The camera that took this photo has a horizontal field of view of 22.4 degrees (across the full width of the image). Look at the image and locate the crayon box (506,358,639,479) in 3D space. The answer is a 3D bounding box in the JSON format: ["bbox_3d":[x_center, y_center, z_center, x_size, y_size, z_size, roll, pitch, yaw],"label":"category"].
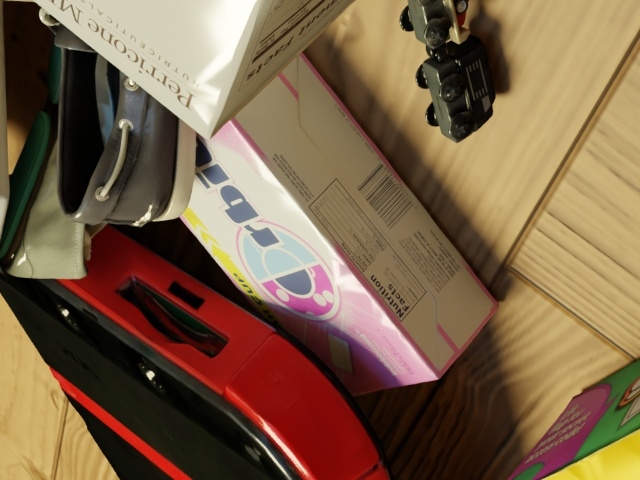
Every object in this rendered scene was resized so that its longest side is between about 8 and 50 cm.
[{"bbox_3d":[0.283,0.152,0.691,0.313,0.106,0.363,44,148,0],"label":"crayon box"}]

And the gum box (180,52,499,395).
[{"bbox_3d":[0.000,0.000,0.868,0.188,0.062,0.107,51,148,-12],"label":"gum box"}]

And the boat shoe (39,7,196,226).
[{"bbox_3d":[-0.102,-0.104,0.797,0.075,0.065,0.206,24,120,51],"label":"boat shoe"}]

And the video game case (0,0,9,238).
[{"bbox_3d":[-0.205,-0.044,0.948,0.023,0.193,0.212,3,146,-17],"label":"video game case"}]

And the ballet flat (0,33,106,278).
[{"bbox_3d":[-0.129,-0.071,0.907,0.068,0.072,0.213,10,118,-21],"label":"ballet flat"}]

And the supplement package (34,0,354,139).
[{"bbox_3d":[-0.063,-0.207,0.562,0.262,0.204,0.145,38,148,7],"label":"supplement package"}]

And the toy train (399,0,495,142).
[{"bbox_3d":[0.051,-0.111,0.707,0.027,0.036,0.158,38,155,46],"label":"toy train"}]

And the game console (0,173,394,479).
[{"bbox_3d":[-0.066,0.137,1.053,0.386,0.060,0.342,30,153,45],"label":"game console"}]
